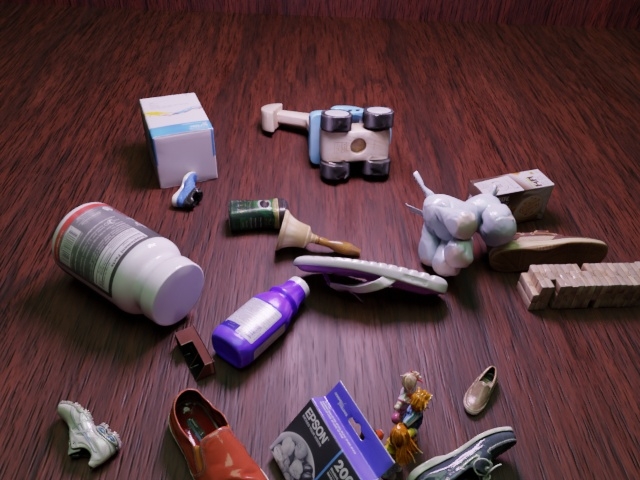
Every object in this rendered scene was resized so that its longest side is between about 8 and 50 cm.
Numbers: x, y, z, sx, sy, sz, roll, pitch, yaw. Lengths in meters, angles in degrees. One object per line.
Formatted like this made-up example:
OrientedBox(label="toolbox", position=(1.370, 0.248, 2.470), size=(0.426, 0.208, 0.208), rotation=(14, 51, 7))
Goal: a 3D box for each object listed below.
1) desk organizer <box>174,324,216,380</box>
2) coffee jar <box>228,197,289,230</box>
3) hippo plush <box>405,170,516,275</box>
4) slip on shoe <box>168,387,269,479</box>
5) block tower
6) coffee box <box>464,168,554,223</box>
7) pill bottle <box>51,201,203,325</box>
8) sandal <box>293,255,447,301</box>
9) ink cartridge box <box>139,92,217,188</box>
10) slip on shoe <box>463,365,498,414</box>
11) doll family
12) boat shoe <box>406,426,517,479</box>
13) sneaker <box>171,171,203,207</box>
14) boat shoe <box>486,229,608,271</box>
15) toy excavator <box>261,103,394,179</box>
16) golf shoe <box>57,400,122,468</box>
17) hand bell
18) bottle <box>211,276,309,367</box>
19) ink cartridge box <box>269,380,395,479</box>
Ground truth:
OrientedBox(label="desk organizer", position=(-0.298, 0.266, 1.402), size=(0.050, 0.047, 0.130), rotation=(-21, 45, -23))
OrientedBox(label="coffee jar", position=(-0.186, -0.079, 1.796), size=(0.184, 0.079, 0.096), rotation=(-3, 38, -6))
OrientedBox(label="hippo plush", position=(0.412, -0.035, 1.680), size=(0.237, 0.234, 0.294), rotation=(-7, 36, -22))
OrientedBox(label="slip on shoe", position=(-0.205, 0.425, 1.177), size=(0.123, 0.101, 0.331), rotation=(-23, 48, -31))
OrientedBox(label="block tower", position=(0.721, 0.124, 1.611), size=(0.336, 0.091, 0.097), rotation=(-3, 41, -6))
OrientedBox(label="coffee box", position=(0.588, -0.128, 1.863), size=(0.247, 0.141, 0.098), rotation=(-10, 42, -16))
OrientedBox(label="pill bottle", position=(-0.489, 0.061, 1.507), size=(0.363, 0.210, 0.210), rotation=(27, 45, 25))
OrientedBox(label="sandal", position=(0.127, 0.113, 1.566), size=(0.416, 0.169, 0.102), rotation=(9, 80, 6))
OrientedBox(label="ink cartridge box", position=(-0.483, -0.344, 1.999), size=(0.197, 0.198, 0.270), rotation=(-13, 43, -18))
OrientedBox(label="slip on shoe", position=(0.372, 0.343, 1.361), size=(0.051, 0.041, 0.135), rotation=(30, 47, 28))
OrientedBox(label="doll family", position=(0.172, 0.382, 1.205), size=(0.118, 0.163, 0.263), rotation=(25, 45, 24))
OrientedBox(label="boat shoe", position=(0.296, 0.454, 1.182), size=(0.255, 0.095, 0.079), rotation=(-17, 42, -20))
OrientedBox(label="sneaker", position=(-0.407, -0.161, 1.891), size=(0.085, 0.058, 0.152), rotation=(7, 44, 14))
OrientedBox(label="boat shoe", position=(0.651, 0.015, 1.718), size=(0.342, 0.123, 0.123), rotation=(-4, 41, 1))
OrientedBox(label="toy excavator", position=(0.017, -0.397, 2.128), size=(0.433, 0.222, 0.445), rotation=(-4, 27, -9))
OrientedBox(label="golf shoe", position=(-0.498, 0.398, 1.218), size=(0.176, 0.069, 0.086), rotation=(25, 50, 25))
OrientedBox(label="hand bell", position=(0.000, 0.000, 1.716), size=(0.242, 0.126, 0.126), rotation=(15, 40, -4))
OrientedBox(label="bottle", position=(-0.138, 0.191, 1.466), size=(0.118, 0.092, 0.283), rotation=(27, 45, 25))
OrientedBox(label="ink cartridge box", position=(0.014, 0.415, 1.142), size=(0.045, 0.208, 0.206), rotation=(24, 19, -46))
